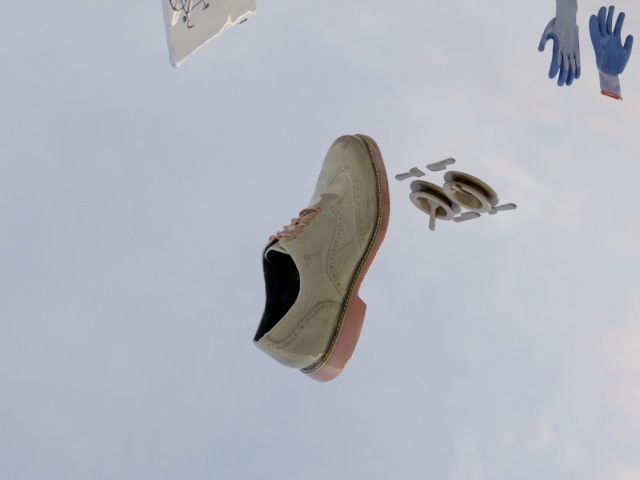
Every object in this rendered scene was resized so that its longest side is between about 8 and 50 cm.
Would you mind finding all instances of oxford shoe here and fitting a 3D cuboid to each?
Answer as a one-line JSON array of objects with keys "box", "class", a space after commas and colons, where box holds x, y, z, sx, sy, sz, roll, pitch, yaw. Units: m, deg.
[{"box": [0.000, 0.000, 1.653, 0.146, 0.140, 0.397, 25, -120, -28], "class": "oxford shoe"}]

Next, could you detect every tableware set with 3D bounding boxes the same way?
[{"box": [0.186, -0.058, 1.632, 0.128, 0.194, 0.039, 35, -106, -15], "class": "tableware set"}]

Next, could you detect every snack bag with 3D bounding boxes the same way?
[{"box": [-0.202, -0.513, 2.034, 0.037, 0.342, 0.323, 12, -146, 22], "class": "snack bag"}]

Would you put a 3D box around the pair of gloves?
[{"box": [0.427, -0.312, 1.797, 0.198, 0.023, 0.159, 10, -103, -30], "class": "pair of gloves"}]
